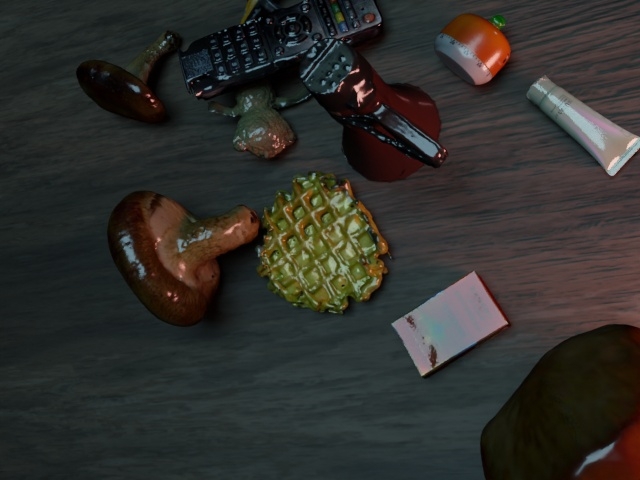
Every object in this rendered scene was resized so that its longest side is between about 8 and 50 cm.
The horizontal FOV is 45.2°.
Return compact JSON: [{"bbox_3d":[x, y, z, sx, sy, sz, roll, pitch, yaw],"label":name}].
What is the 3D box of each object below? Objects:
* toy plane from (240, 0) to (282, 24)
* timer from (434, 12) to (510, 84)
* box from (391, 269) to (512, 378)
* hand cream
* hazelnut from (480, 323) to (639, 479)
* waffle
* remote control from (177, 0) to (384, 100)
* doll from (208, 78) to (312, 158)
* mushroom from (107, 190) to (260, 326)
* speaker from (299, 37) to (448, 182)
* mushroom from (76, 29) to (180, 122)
[{"bbox_3d":[-0.060,-0.554,1.549,0.103,0.204,0.316,31,112,0],"label":"toy plane"},{"bbox_3d":[0.281,-0.352,1.372,0.136,0.099,0.136,-2,79,9],"label":"timer"},{"bbox_3d":[0.223,0.145,1.316,0.175,0.048,0.112,-34,70,13],"label":"box"},{"bbox_3d":[0.439,-0.200,1.298,0.205,0.050,0.078,44,98,20],"label":"hand cream"},{"bbox_3d":[0.412,0.308,1.068,0.365,0.366,0.366,-5,77,22],"label":"hazelnut"},{"bbox_3d":[-0.002,0.000,1.435,0.280,0.060,0.262,10,85,28],"label":"waffle"},{"bbox_3d":[-0.075,-0.381,1.496,0.398,0.062,0.145,-19,66,2],"label":"remote control"},{"bbox_3d":[-0.141,-0.298,1.544,0.202,0.091,0.286,-33,77,-22],"label":"doll"},{"bbox_3d":[-0.282,0.006,1.449,0.267,0.267,0.254,34,101,25],"label":"mushroom"},{"bbox_3d":[0.092,-0.191,1.303,0.198,0.329,0.259,-27,77,16],"label":"speaker"},{"bbox_3d":[-0.392,-0.373,1.660,0.227,0.148,0.217,24,71,16],"label":"mushroom"}]
